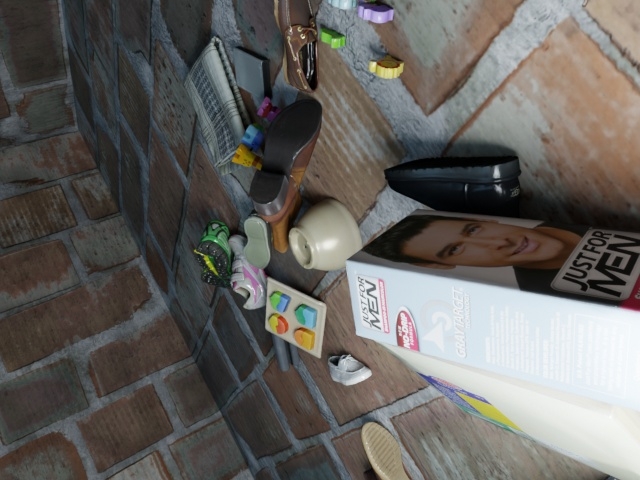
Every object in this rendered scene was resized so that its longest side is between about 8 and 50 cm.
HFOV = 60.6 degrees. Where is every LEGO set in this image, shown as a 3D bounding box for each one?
[{"bbox_3d":[-0.138,-0.217,1.283,0.093,0.087,0.227,30,148,-9],"label":"LEGO set"}]

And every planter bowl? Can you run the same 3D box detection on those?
[{"bbox_3d":[0.000,0.000,1.202,0.162,0.109,0.162,40,143,40],"label":"planter bowl"}]

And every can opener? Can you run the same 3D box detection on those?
[{"bbox_3d":[-0.100,0.280,1.625,0.095,0.076,0.283,32,138,49],"label":"can opener"}]

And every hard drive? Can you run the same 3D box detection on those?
[{"bbox_3d":[-0.159,-0.390,1.277,0.135,0.022,0.094,38,141,42],"label":"hard drive"}]

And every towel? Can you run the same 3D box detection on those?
[{"bbox_3d":[-0.281,-0.340,1.495,0.312,0.056,0.324,-9,104,61],"label":"towel"}]

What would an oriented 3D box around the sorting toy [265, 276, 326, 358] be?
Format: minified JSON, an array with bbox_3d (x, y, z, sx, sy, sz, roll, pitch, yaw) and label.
[{"bbox_3d":[-0.076,0.215,1.496,0.193,0.038,0.208,23,129,26],"label":"sorting toy"}]

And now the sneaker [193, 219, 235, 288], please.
[{"bbox_3d":[-0.323,0.058,1.826,0.134,0.146,0.343,12,150,3],"label":"sneaker"}]

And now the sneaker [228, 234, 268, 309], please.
[{"bbox_3d":[-0.228,0.100,1.672,0.252,0.111,0.103,61,152,11],"label":"sneaker"}]

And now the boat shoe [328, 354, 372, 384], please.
[{"bbox_3d":[0.069,0.319,1.381,0.063,0.066,0.184,66,162,-1],"label":"boat shoe"}]

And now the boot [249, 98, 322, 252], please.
[{"bbox_3d":[-0.052,-0.131,1.184,0.096,0.264,0.280,12,163,10],"label":"boot"}]

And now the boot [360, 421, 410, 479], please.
[{"bbox_3d":[0.148,0.593,1.408,0.248,0.090,0.207,57,149,11],"label":"boot"}]

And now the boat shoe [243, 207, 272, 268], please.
[{"bbox_3d":[-0.171,-0.006,1.545,0.081,0.069,0.228,16,142,5],"label":"boat shoe"}]

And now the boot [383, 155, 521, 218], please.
[{"bbox_3d":[0.205,-0.021,0.840,0.246,0.094,0.207,9,115,51],"label":"boot"}]

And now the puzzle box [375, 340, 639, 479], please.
[{"bbox_3d":[0.288,0.227,0.783,0.272,0.052,0.409,41,163,-27],"label":"puzzle box"}]

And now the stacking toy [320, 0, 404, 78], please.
[{"bbox_3d":[0.058,-0.375,0.877,0.221,0.052,0.167,42,143,39],"label":"stacking toy"}]

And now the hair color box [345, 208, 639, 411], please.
[{"bbox_3d":[0.237,0.059,0.634,0.374,0.185,0.114,8,118,37],"label":"hair color box"}]

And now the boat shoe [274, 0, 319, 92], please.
[{"bbox_3d":[-0.034,-0.378,1.020,0.073,0.073,0.207,37,148,40],"label":"boat shoe"}]

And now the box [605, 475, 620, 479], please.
[{"bbox_3d":[0.393,0.457,0.817,0.077,0.147,0.180,45,144,36],"label":"box"}]
